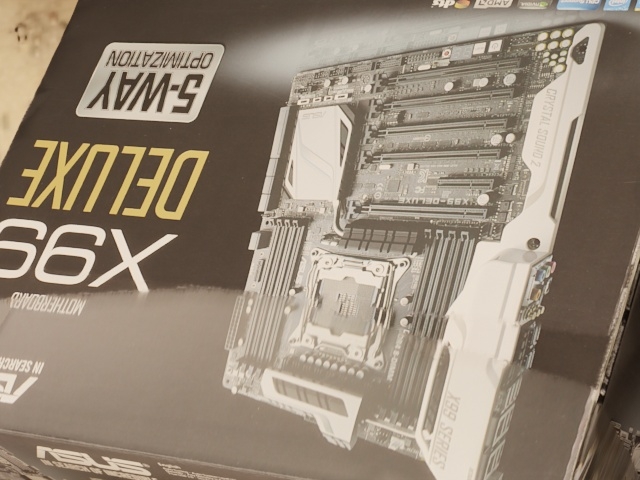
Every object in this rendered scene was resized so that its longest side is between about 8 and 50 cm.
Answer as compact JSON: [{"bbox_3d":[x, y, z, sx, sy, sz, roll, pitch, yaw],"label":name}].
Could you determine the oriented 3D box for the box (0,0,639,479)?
[{"bbox_3d":[0.000,0.000,0.740,0.308,0.076,0.242,6,60,30],"label":"box"}]
